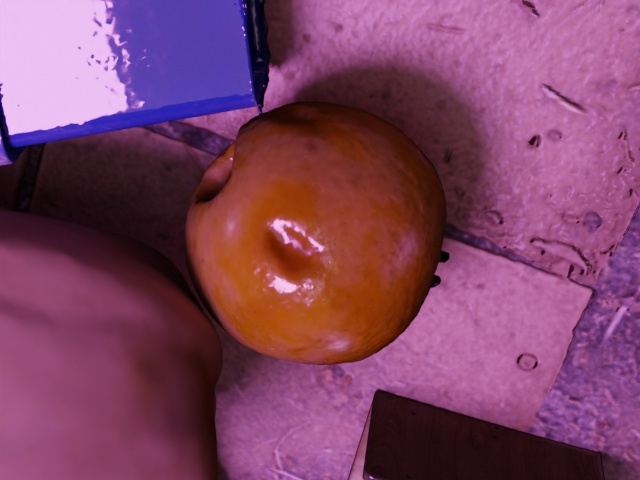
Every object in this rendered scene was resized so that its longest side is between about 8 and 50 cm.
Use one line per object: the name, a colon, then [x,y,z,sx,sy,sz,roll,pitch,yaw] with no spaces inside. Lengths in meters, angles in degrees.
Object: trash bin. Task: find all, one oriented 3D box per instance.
trash bin: [-0.162,-0.167,0.929,0.234,0.162,0.184,-4,112,4]

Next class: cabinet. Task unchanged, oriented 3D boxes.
cabinet: [0.125,0.267,1.072,0.215,0.148,0.175,15,114,0]

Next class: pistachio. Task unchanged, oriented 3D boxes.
pistachio: [-0.259,0.088,0.939,0.445,0.365,0.282,37,117,23]

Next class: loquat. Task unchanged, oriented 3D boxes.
loquat: [-0.003,0.003,0.944,0.213,0.213,0.213,3,113,7]
